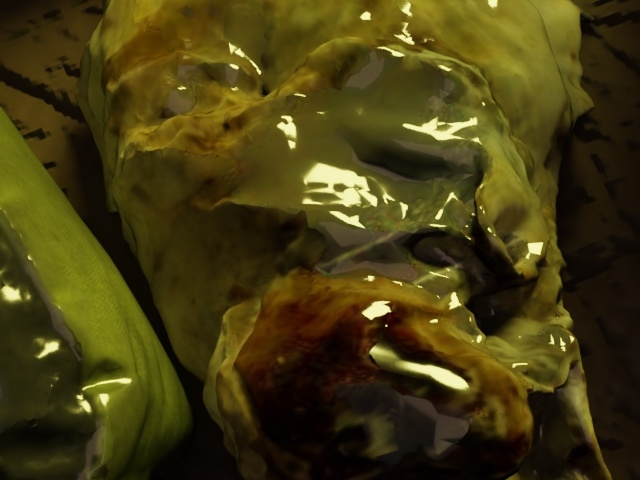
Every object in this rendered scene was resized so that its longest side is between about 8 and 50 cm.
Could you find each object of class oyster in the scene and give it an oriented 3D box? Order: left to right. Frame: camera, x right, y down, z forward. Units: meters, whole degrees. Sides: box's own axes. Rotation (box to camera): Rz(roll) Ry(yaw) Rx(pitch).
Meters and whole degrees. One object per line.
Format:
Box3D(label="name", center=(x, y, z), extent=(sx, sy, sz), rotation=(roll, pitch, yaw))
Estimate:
Box3D(label="oyster", center=(0.015, 0.004, 0.469), extent=(0.161, 0.107, 0.232), rotation=(-19, 77, 10))

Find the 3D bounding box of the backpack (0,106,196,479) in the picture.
Box3D(label="backpack", center=(-0.178, 0.055, 0.453), extent=(0.253, 0.140, 0.207), rotation=(-39, 78, -1))
